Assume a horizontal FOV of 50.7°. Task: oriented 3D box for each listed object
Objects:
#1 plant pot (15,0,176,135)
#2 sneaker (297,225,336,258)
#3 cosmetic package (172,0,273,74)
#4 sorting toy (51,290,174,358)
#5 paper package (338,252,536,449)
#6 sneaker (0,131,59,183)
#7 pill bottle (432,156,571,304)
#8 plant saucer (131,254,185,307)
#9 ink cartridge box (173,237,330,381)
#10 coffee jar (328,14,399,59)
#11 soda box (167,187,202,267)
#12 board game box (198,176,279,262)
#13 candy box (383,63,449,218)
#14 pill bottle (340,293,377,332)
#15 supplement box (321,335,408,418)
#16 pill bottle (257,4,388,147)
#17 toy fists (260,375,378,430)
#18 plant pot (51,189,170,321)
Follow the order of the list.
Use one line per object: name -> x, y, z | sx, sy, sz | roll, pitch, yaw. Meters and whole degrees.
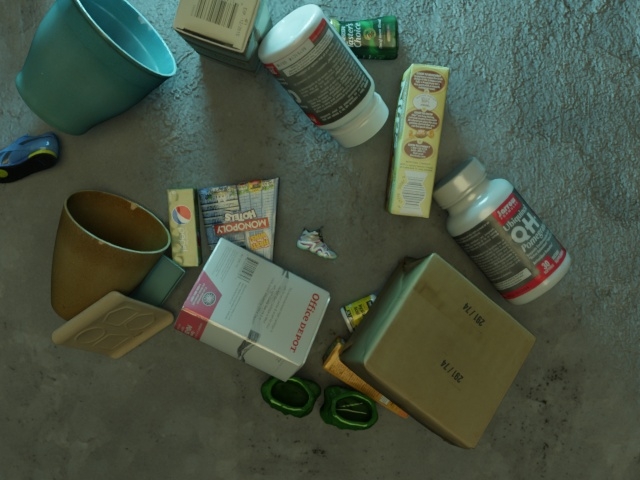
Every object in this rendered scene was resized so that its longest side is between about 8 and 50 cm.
plant pot -> -0.495, -0.371, 1.441 | 0.255, 0.271, 0.271 | -39, 95, 18
sneaker -> 0.000, 0.000, 1.578 | 0.098, 0.038, 0.069 | 21, 96, -3
cosmetic package -> -0.194, -0.446, 1.406 | 0.153, 0.296, 0.129 | 18, 96, -1
sorting toy -> -0.464, 0.189, 1.520 | 0.193, 0.208, 0.038 | -34, 59, 10
paper package -> 0.260, 0.237, 1.490 | 0.325, 0.168, 0.309 | 38, 76, -10
sneaker -> -0.695, -0.192, 1.548 | 0.209, 0.069, 0.082 | -17, 62, 9
pill bottle -> 0.394, -0.026, 1.510 | 0.176, 0.176, 0.318 | -41, 95, 3
plant saucer -> -0.383, 0.116, 1.565 | 0.067, 0.018, 0.192 | 38, 114, -3
ink cartridge box -> -0.148, 0.156, 1.498 | 0.283, 0.117, 0.207 | 28, 53, -5
coffee jar -> 0.081, -0.451, 1.516 | 0.184, 0.079, 0.096 | -4, 95, 0
soda box -> -0.314, -0.030, 1.562 | 0.061, 0.058, 0.181 | -3, 95, 0
board game box -> -0.175, -0.037, 1.562 | 0.194, 0.060, 0.194 | -9, 95, 0
candy box -> 0.206, -0.213, 1.488 | 0.088, 0.183, 0.316 | 8, 95, -2
pill bottle -> 0.111, 0.165, 1.581 | 0.116, 0.065, 0.065 | -25, 95, 1
supplement box -> 0.119, 0.321, 1.590 | 0.233, 0.078, 0.080 | 30, 94, -4
pill bottle -> 0.013, -0.341, 1.440 | 0.161, 0.161, 0.283 | -42, 122, 3
toy fists -> -0.002, 0.374, 1.565 | 0.279, 0.142, 0.096 | 14, 66, -2
plant pot -> -0.497, 0.055, 1.503 | 0.237, 0.237, 0.254 | 31, 111, -3
